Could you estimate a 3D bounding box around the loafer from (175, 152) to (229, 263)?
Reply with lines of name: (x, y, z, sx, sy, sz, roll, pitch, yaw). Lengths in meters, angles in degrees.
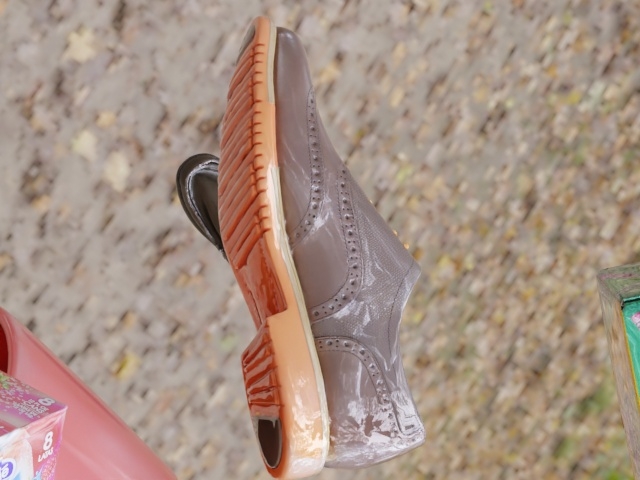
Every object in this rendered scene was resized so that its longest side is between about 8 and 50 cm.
loafer: (-0.083, -0.008, 1.825, 0.080, 0.220, 0.078, -38, -170, -12)

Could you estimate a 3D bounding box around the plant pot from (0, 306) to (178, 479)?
plant pot: (-0.267, 0.223, 1.362, 0.243, 0.275, 0.275, 38, 85, -35)

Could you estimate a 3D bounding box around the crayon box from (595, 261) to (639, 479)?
crayon box: (0.305, 0.163, 1.337, 0.165, 0.081, 0.278, -66, 145, -83)

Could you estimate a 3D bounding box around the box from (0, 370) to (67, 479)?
box: (-0.307, 0.127, 1.041, 0.122, 0.257, 0.128, -23, 131, -58)

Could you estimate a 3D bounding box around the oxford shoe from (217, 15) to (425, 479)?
oxford shoe: (0.000, 0.000, 1.232, 0.133, 0.363, 0.130, -4, 167, -17)
